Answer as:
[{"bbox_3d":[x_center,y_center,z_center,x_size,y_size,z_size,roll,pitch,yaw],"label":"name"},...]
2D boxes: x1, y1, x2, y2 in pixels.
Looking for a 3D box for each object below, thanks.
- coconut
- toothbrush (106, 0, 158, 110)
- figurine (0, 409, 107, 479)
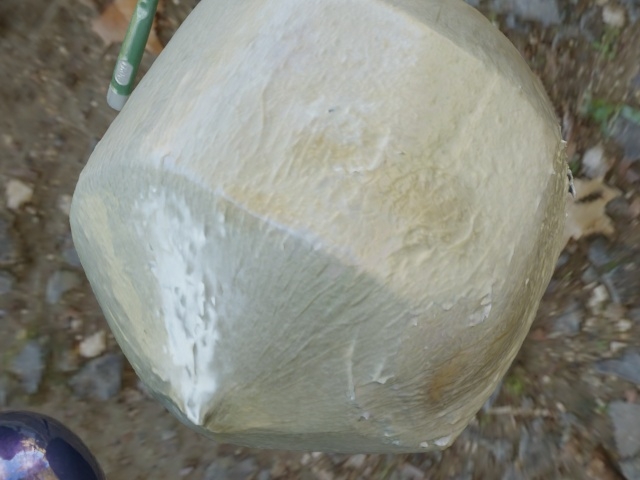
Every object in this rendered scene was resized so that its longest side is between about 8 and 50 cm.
[{"bbox_3d":[0.000,0.000,0.759,0.245,0.245,0.247,28,69,8],"label":"coconut"},{"bbox_3d":[-0.122,-0.162,1.026,0.018,0.257,0.024,32,58,-1],"label":"toothbrush"},{"bbox_3d":[-0.168,0.202,0.767,0.145,0.145,0.222,-7,80,6],"label":"figurine"}]
